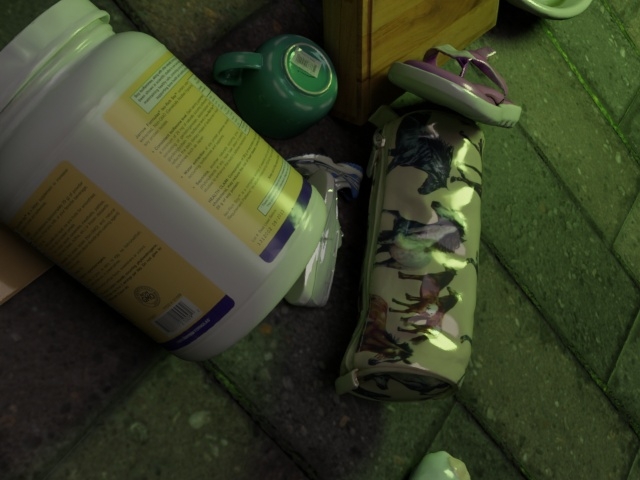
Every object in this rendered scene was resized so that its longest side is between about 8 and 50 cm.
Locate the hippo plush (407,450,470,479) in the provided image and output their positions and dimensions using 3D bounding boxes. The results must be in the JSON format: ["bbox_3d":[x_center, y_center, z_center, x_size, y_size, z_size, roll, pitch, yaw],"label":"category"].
[{"bbox_3d":[0.185,0.374,0.845,0.294,0.237,0.234,37,59,-20],"label":"hippo plush"}]

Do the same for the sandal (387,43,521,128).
[{"bbox_3d":[0.211,-0.240,1.025,0.169,0.102,0.416,26,15,17],"label":"sandal"}]

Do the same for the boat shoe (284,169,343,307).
[{"bbox_3d":[0.000,0.000,0.933,0.063,0.066,0.184,17,73,-40],"label":"boat shoe"}]

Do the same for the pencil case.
[{"bbox_3d":[0.124,0.022,0.958,0.184,0.160,0.410,15,67,-14],"label":"pencil case"}]

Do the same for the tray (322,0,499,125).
[{"bbox_3d":[0.159,-0.361,1.074,0.411,0.076,0.202,-42,145,-35],"label":"tray"}]

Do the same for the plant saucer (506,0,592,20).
[{"bbox_3d":[0.370,-0.592,1.340,0.401,0.100,0.400,10,70,-31],"label":"plant saucer"}]

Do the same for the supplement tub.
[{"bbox_3d":[-0.183,-0.059,0.725,0.331,0.241,0.241,43,57,-16],"label":"supplement tub"}]

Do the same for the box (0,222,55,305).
[{"bbox_3d":[-0.394,0.016,0.698,0.164,0.021,0.201,52,56,-10],"label":"box"}]

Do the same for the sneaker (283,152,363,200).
[{"bbox_3d":[0.003,-0.086,0.976,0.135,0.052,0.058,8,79,-30],"label":"sneaker"}]

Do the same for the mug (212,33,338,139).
[{"bbox_3d":[-0.051,-0.210,0.946,0.158,0.097,0.129,-26,91,-37],"label":"mug"}]
